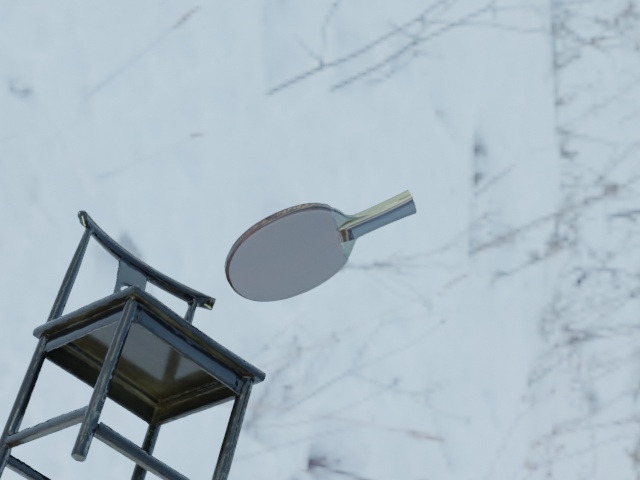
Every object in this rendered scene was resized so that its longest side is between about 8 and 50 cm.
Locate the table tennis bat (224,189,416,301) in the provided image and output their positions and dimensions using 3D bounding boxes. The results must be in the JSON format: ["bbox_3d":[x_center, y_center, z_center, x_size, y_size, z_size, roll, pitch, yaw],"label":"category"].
[{"bbox_3d":[0.000,0.000,1.190,0.158,0.014,0.095,-23,138,-3],"label":"table tennis bat"}]

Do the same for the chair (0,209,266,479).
[{"bbox_3d":[-0.142,0.102,1.222,0.154,0.141,0.260,38,49,-30],"label":"chair"}]
